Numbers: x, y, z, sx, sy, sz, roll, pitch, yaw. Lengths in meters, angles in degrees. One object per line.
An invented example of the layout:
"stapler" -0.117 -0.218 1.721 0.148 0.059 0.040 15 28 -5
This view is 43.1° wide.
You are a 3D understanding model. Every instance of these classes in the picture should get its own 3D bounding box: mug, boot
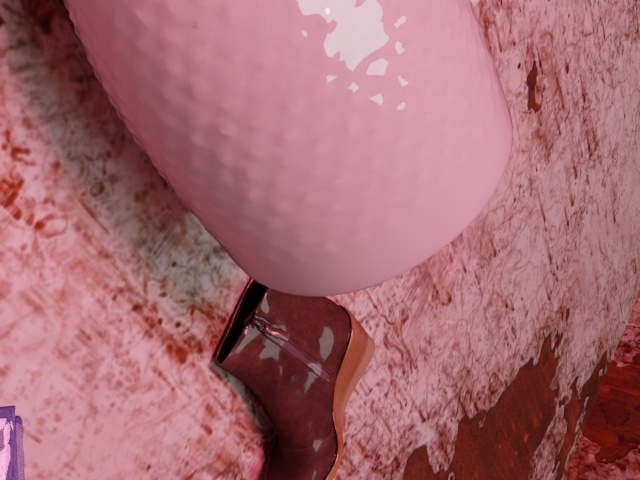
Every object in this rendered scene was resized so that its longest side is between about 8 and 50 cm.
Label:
"mug" 0.001 -0.193 0.615 0.374 0.276 0.328 -43 132 -8
"boot" -0.050 0.171 0.900 0.207 0.090 0.248 35 74 -41

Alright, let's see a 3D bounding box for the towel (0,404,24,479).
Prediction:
"towel" -0.278 0.244 0.474 0.209 0.034 0.285 5 71 -33
